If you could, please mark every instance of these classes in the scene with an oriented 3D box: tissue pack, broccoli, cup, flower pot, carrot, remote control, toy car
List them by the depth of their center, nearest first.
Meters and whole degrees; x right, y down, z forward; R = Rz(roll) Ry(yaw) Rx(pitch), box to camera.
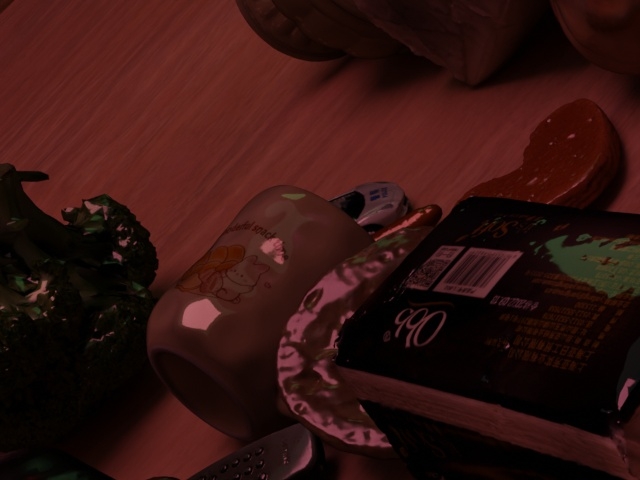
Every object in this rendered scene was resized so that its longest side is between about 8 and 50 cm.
[{"bbox_3d":[0.189,0.097,1.368,0.210,0.198,0.370,-50,26,-15],"label":"tissue pack"},{"bbox_3d":[-0.086,0.235,1.694,0.222,0.042,0.072,-32,41,22],"label":"remote control"},{"bbox_3d":[-0.017,0.094,1.759,0.202,0.255,0.173,-50,-16,-23],"label":"cup"},{"bbox_3d":[0.019,0.035,1.896,0.248,0.043,0.043,-33,26,10],"label":"carrot"},{"bbox_3d":[0.000,0.000,1.963,0.205,0.056,0.095,-34,24,14],"label":"toy car"},{"bbox_3d":[0.219,-0.393,2.020,0.380,0.207,0.297,-50,-12,-20],"label":"tissue pack"},{"bbox_3d":[-0.348,0.074,2.031,0.321,0.310,0.413,-36,2,36],"label":"broccoli"},{"bbox_3d":[0.029,-0.353,2.256,0.307,0.307,0.244,-53,14,-27],"label":"flower pot"}]

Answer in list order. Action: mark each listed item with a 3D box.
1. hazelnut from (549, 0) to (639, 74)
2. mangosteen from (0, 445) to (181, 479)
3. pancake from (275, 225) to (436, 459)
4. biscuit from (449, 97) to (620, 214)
[{"bbox_3d":[0.326,-0.294,1.780,0.261,0.261,0.241,-22,19,33],"label":"hazelnut"},{"bbox_3d":[-0.188,0.293,1.529,0.288,0.287,0.233,-28,37,24],"label":"mangosteen"},{"bbox_3d":[0.076,0.090,1.630,0.222,0.042,0.236,12,59,21],"label":"pancake"},{"bbox_3d":[0.200,-0.052,1.794,0.192,0.036,0.186,-33,23,16],"label":"biscuit"}]
